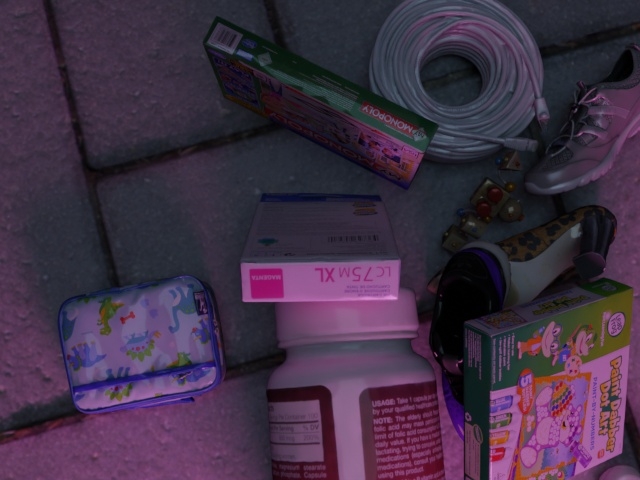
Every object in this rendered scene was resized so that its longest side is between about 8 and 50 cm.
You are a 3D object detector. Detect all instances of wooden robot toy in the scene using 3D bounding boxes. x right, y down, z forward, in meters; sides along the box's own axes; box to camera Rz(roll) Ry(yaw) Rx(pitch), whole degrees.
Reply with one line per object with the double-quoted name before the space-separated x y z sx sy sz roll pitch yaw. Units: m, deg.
"wooden robot toy" 0.250 -0.041 1.145 0.079 0.076 0.173 31 109 -9

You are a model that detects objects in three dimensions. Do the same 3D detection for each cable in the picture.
"cable" 0.198 -0.241 1.194 0.257 0.089 0.257 0 80 1

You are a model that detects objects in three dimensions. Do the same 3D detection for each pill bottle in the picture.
"pill bottle" 0.046 0.264 1.042 0.224 0.224 0.392 -4 81 -1

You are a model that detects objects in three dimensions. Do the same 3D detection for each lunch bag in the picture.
"lunch bag" -0.245 0.148 1.132 0.219 0.090 0.176 -9 84 0

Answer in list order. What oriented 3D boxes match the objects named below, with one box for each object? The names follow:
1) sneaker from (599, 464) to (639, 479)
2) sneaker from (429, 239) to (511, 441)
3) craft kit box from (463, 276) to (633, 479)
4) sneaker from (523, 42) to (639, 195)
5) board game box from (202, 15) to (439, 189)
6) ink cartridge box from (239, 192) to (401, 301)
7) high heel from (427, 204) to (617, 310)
"sneaker" 0.408 0.422 1.082 0.090 0.095 0.235 8 79 3
"sneaker" 0.191 0.156 1.064 0.102 0.146 0.293 -1 101 26
"craft kit box" 0.293 0.195 1.038 0.246 0.061 0.250 -15 111 -31
"sneaker" 0.381 -0.171 1.163 0.281 0.105 0.115 -42 109 -17
"board game box" 0.000 -0.181 1.120 0.317 0.213 0.046 27 82 5
"ink cartridge box" 0.000 0.000 1.068 0.186 0.311 0.065 0 110 0
"high heel" 0.294 0.019 1.173 0.261 0.186 0.093 -13 109 29
